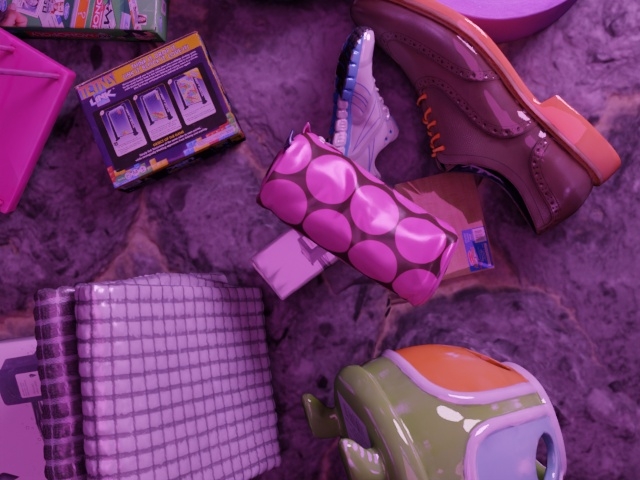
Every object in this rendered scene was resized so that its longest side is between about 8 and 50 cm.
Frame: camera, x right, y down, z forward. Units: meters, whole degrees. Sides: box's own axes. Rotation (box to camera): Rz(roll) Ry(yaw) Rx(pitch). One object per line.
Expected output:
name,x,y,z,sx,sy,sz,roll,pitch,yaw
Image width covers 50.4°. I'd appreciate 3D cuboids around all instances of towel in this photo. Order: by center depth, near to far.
towel,-0.166,0.155,0.726,0.121,0.284,0.234,-11,83,25

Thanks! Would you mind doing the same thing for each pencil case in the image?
pencil case,0.040,-0.026,0.695,0.209,0.095,0.098,35,70,-1

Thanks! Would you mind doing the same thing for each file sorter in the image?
file sorter,-0.488,-0.180,0.784,0.291,0.182,0.202,31,104,5

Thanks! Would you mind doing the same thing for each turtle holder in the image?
turtle holder,0.139,0.261,0.711,0.228,0.243,0.320,-19,77,-13

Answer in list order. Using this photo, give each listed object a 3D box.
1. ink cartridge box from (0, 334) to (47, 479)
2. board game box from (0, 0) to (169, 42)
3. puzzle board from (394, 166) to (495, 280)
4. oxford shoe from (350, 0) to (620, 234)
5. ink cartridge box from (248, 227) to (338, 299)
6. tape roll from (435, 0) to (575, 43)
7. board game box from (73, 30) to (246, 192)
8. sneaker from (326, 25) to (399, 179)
ink cartridge box,-0.319,0.198,0.815,0.237,0.100,0.171,-8,88,4
board game box,-0.295,-0.416,0.865,0.214,0.046,0.317,3,88,4
puzzle board,0.151,-0.017,0.832,0.097,0.011,0.128,-13,87,3
oxford shoe,0.156,-0.156,0.776,0.364,0.130,0.132,42,96,9
ink cartridge box,0.000,0.000,0.793,0.150,0.109,0.063,-37,88,2
tape roll,0.204,-0.380,0.803,0.275,0.090,0.274,0,89,4
board game box,-0.199,-0.157,0.847,0.170,0.048,0.141,-23,84,4
sneaker,0.055,-0.154,0.804,0.083,0.071,0.190,3,117,-7
